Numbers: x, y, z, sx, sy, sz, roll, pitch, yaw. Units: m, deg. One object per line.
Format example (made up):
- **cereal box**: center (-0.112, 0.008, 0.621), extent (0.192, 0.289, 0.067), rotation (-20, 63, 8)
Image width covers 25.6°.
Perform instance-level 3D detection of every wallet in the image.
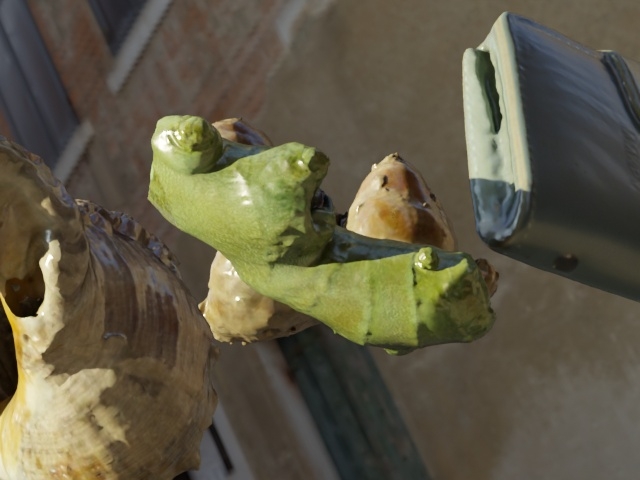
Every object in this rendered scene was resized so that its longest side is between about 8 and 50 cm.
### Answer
- **wallet**: center (0.282, -0.050, 1.204), extent (0.360, 0.252, 0.083), rotation (18, -39, -28)

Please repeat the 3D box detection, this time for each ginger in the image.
- **ginger**: center (0.015, 0.010, 1.586), extent (0.375, 0.256, 0.176), rotation (11, -1, 9)
- **ginger**: center (-0.005, -0.001, 1.056), extent (0.137, 0.290, 0.089), rotation (-50, 5, 31)

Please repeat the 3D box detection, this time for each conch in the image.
- **conch**: center (-0.152, 0.043, 0.698), extent (0.178, 0.163, 0.245), rotation (-26, -46, -9)
